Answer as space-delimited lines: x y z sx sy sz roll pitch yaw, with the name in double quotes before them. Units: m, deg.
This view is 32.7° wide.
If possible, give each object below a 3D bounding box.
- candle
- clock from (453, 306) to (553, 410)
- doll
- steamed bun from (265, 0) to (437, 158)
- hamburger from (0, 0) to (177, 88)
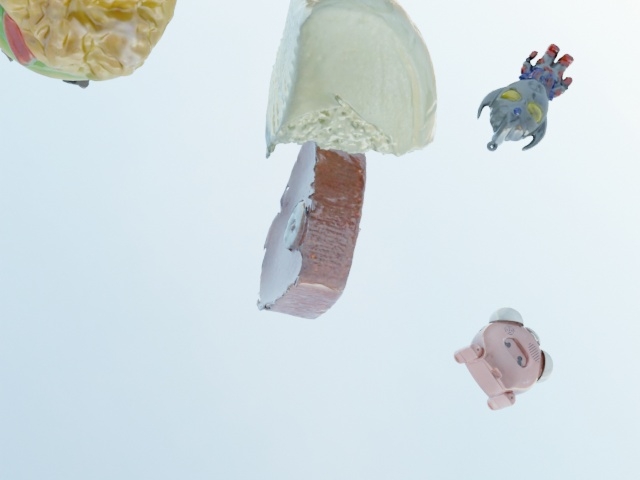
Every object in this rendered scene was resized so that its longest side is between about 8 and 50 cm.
"candle" 0.000 0.000 1.790 0.131 0.317 0.287 14 -158 -11
"clock" 0.359 0.220 2.072 0.162 0.093 0.166 -35 -91 -32
"doll" 0.314 -0.211 1.661 0.104 0.194 0.062 40 172 -15
"steamed bun" 0.067 -0.261 1.656 0.272 0.273 0.290 7 -147 -13
"hamburger" -0.265 -0.291 1.233 0.237 0.237 0.149 32 171 -27
